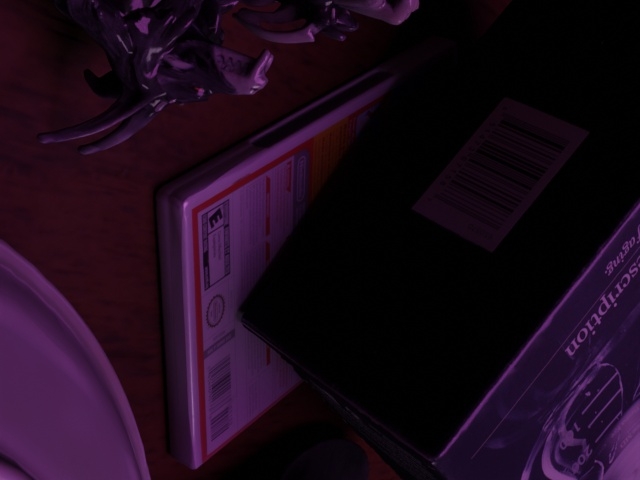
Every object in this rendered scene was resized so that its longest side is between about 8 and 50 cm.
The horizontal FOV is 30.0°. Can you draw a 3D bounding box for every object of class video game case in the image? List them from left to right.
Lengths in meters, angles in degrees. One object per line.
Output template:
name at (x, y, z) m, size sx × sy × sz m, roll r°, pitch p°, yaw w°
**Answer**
video game case at (0.000, 0.000, 0.804) m, size 0.285 × 0.025 × 0.204 m, roll -34°, pitch 138°, yaw -42°

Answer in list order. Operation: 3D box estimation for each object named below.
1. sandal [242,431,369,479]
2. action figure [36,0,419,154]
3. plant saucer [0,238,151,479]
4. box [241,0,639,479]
sandal at (-0.039, 0.252, 0.787) m, size 0.446 × 0.107 × 0.167 m, roll -18°, pitch 121°, yaw -66°
action figure at (-0.028, -0.154, 0.536) m, size 0.275 × 0.141 × 0.164 m, roll -69°, pitch 162°, yaw 2°
plant saucer at (-0.184, 0.171, 0.428) m, size 0.400 × 0.100 × 0.400 m, roll -3°, pitch 94°, yaw -51°
box at (0.178, 0.038, 0.810) m, size 0.343 × 0.179 × 0.312 m, roll -50°, pitch 138°, yaw -9°
